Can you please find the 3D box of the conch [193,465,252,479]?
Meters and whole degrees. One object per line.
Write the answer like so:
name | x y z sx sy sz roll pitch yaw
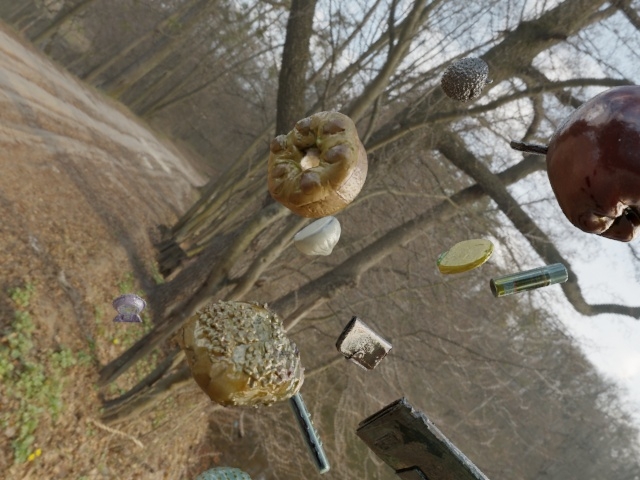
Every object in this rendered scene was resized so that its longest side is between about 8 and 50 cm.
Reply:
conch | -0.198 0.504 0.905 0.131 0.199 0.172 -74 168 -64

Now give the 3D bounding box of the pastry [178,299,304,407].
pastry | -0.148 0.227 1.019 0.255 0.162 0.311 44 5 17

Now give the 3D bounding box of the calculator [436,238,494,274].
calculator | 0.445 0.049 1.514 0.032 0.146 0.235 50 -23 -13

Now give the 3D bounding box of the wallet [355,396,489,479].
wallet | 0.232 0.472 1.003 0.317 0.169 0.044 44 38 0

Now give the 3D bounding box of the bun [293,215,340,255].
bun | 0.000 0.000 1.344 0.094 0.138 0.138 61 -6 -11

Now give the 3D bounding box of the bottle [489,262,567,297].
bottle | 0.825 0.158 1.921 0.082 0.286 0.082 -13 90 -88

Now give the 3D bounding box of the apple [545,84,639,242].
apple | 0.640 -0.166 1.036 0.288 0.317 0.288 8 -25 4

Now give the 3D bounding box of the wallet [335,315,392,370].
wallet | 0.149 0.368 1.674 0.031 0.137 0.255 31 -9 49

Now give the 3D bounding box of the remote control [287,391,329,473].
remote control | -0.043 0.694 1.760 0.140 0.056 0.296 79 -14 -72

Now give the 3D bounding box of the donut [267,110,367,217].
donut | -0.009 -0.156 1.007 0.226 0.226 0.114 47 4 40

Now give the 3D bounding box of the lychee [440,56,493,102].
lychee | 0.240 -0.265 0.795 0.067 0.083 0.068 -85 173 -55

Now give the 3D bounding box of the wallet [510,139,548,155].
wallet | 0.637 -0.236 1.304 0.232 0.031 0.122 12 19 3

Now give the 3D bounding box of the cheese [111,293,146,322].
cheese | -0.628 0.224 1.587 0.191 0.105 0.042 119 -30 -50
